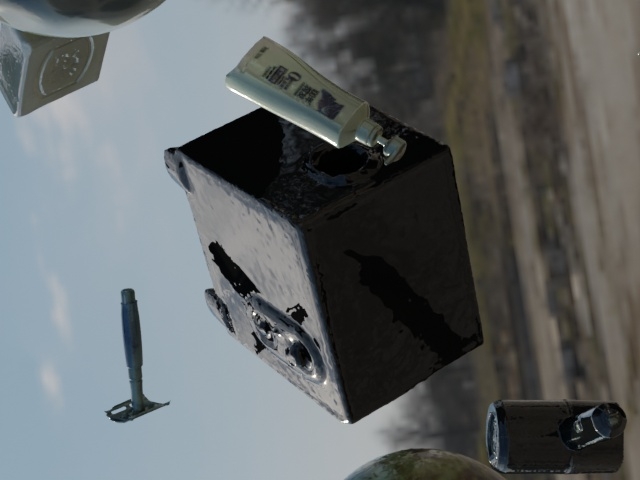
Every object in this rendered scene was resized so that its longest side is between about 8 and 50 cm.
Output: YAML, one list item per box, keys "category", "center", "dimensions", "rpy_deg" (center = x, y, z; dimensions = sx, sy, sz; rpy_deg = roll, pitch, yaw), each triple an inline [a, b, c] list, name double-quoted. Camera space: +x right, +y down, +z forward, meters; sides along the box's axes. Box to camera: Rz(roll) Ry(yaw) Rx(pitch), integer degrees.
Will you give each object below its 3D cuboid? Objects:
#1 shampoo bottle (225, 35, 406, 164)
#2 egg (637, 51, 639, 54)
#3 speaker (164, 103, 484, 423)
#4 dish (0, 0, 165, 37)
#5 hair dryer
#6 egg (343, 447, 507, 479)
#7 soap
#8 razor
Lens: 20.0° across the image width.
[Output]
- category: "shampoo bottle"
  center: [0.002, -0.096, 1.292]
  dimensions: [0.049, 0.141, 0.034]
  rpy_deg: [-44, -23, -40]
- category: "egg"
  center: [0.448, -0.093, 1.752]
  dimensions: [0.337, 0.201, 0.337]
  rpy_deg: [157, 90, -89]
- category: "speaker"
  center: [0.000, 0.000, 1.717]
  dimensions: [0.254, 0.184, 0.232]
  rpy_deg: [33, 144, 49]
- category: "dish"
  center: [-0.252, -0.368, 1.849]
  dimensions: [0.124, 0.324, 0.324]
  rpy_deg: [-156, 56, -73]
- category: "hair dryer"
  center: [0.231, 0.173, 1.651]
  dimensions: [0.219, 0.124, 0.072]
  rpy_deg: [128, 141, -77]
- category: "egg"
  center: [0.124, 0.351, 2.023]
  dimensions: [0.289, 0.238, 0.238]
  rpy_deg: [4, -106, -45]
- category: "soap"
  center: [-0.311, -0.226, 2.102]
  dimensions: [0.064, 0.121, 0.183]
  rpy_deg: [58, 158, 13]
- category: "razor"
  center: [-0.195, 0.116, 1.877]
  dimensions: [0.068, 0.040, 0.135]
  rpy_deg: [-20, -70, -53]
